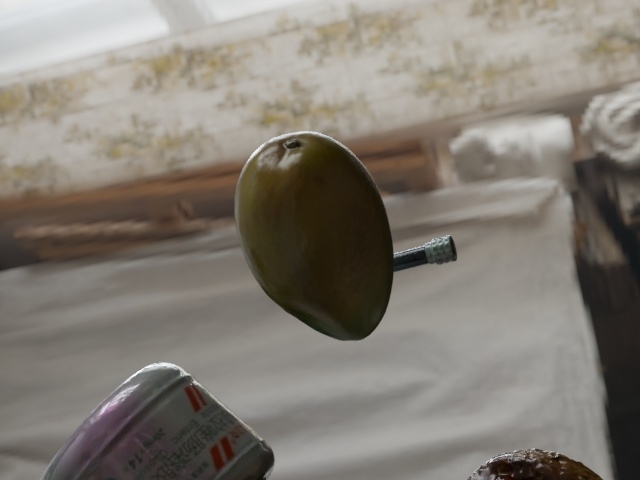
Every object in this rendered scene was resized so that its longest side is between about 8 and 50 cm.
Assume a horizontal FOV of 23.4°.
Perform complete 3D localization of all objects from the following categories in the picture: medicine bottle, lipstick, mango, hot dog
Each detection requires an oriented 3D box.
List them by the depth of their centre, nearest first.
[{"bbox_3d":[0.000,0.000,1.199,0.130,0.091,0.195,-52,-46,-37],"label":"mango"},{"bbox_3d":[0.249,0.322,1.699,0.160,0.227,0.099,-49,-27,-28],"label":"hot dog"},{"bbox_3d":[-0.146,0.315,1.764,0.302,0.241,0.241,41,-169,8],"label":"medicine bottle"},{"bbox_3d":[0.124,0.024,2.069,0.037,0.116,0.037,-15,-90,-73],"label":"lipstick"}]
